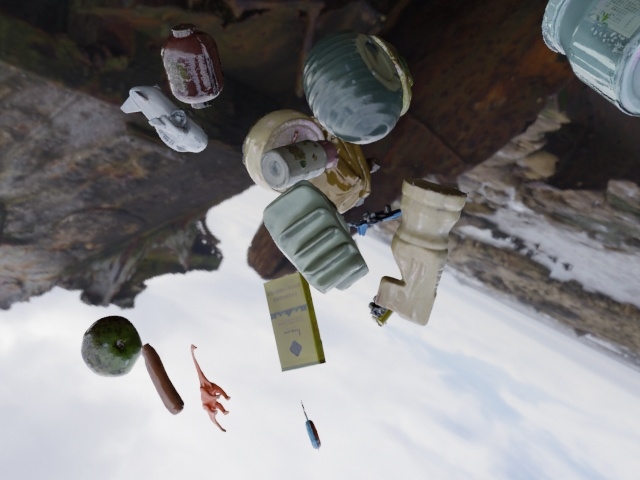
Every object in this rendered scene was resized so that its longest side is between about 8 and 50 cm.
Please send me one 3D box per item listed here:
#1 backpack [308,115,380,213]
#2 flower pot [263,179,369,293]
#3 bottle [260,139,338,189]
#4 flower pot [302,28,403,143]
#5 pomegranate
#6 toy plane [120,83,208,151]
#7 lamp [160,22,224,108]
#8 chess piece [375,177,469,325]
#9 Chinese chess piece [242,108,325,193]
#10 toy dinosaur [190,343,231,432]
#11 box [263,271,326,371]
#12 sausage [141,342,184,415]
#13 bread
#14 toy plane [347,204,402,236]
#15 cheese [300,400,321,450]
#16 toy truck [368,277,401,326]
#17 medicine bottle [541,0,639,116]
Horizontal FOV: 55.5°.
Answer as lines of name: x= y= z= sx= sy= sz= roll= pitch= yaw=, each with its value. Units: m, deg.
backpack: x=0.018 y=-0.274 z=2.234 sx=0.354 sy=0.378 sz=0.201 roll=-18 pitch=178 yaw=22
flower pot: x=0.000 y=0.000 z=1.517 sx=0.254 sy=0.164 sz=0.367 roll=54 pitch=-174 yaw=10
bottle: x=-0.051 y=-0.233 z=1.787 sx=0.120 sy=0.120 sz=0.253 roll=28 pitch=-146 yaw=30
flower pot: x=0.065 y=-0.305 z=1.202 sx=0.189 sy=0.157 sz=0.243 roll=1 pitch=-120 yaw=-46
pomegranate: x=-0.737 y=0.366 z=2.115 sx=0.214 sy=0.214 sz=0.248 roll=25 pitch=159 yaw=-38
toy plane: x=-0.423 y=-0.336 z=1.690 sx=0.252 sy=0.118 sz=0.252 roll=38 pitch=-171 yaw=-7
lamp: x=-0.378 y=-0.517 z=1.831 sx=0.180 sy=0.180 sz=0.258 roll=29 pitch=141 yaw=42
chess piece: x=0.205 y=0.028 z=1.262 sx=0.137 sy=0.300 sz=0.137 roll=10 pitch=-165 yaw=-3
Chinese chess piece: x=-0.112 y=-0.279 z=1.924 sx=0.270 sy=0.270 sz=0.112 roll=24 pitch=-173 yaw=-44
toy dinosaur: x=-0.284 y=0.392 z=1.573 sx=0.101 sy=0.279 sz=0.055 roll=14 pitch=-152 yaw=36
box: x=-0.080 y=0.242 z=1.815 sx=0.153 sy=0.279 sz=0.041 roll=-20 pitch=169 yaw=34
sausage: x=-0.357 y=0.310 z=1.368 sx=0.176 sy=0.040 sz=0.047 roll=58 pitch=-167 yaw=14
bread: x=0.202 y=-0.517 z=1.862 sx=0.260 sy=0.158 sz=0.156 roll=53 pitch=-142 yaw=-12
toy plane: x=0.236 y=-0.096 z=2.431 sx=0.078 sy=0.246 sz=0.169 roll=65 pitch=169 yaw=-10
cheese: x=-0.036 y=0.662 z=2.169 sx=0.037 sy=0.106 sz=0.256 roll=-17 pitch=-161 yaw=-7
toy truck: x=0.175 y=0.159 z=1.567 sx=0.052 sy=0.123 sz=0.063 roll=20 pitch=154 yaw=52
medicine bottle: x=0.632 y=-0.433 z=1.279 sx=0.245 sy=0.245 sz=0.290 roll=25 pitch=-156 yaw=-38
